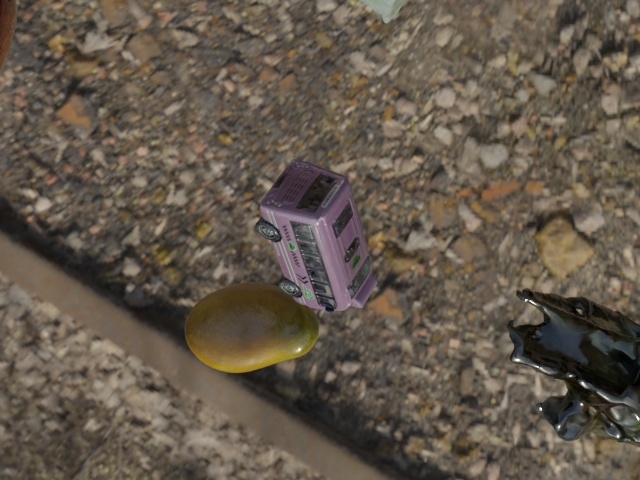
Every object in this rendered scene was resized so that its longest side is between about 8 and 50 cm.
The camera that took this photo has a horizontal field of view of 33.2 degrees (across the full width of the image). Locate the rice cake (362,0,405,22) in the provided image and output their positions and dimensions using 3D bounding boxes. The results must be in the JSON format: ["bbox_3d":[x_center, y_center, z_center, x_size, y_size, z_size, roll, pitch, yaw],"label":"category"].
[{"bbox_3d":[0.053,-0.217,0.765,0.063,0.206,0.069,34,88,-2],"label":"rice cake"}]

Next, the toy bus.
[{"bbox_3d":[0.000,0.000,1.331,0.108,0.096,0.199,16,146,28],"label":"toy bus"}]

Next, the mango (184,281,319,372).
[{"bbox_3d":[-0.095,0.124,1.540,0.228,0.136,0.099,-4,147,36],"label":"mango"}]

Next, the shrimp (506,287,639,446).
[{"bbox_3d":[0.300,0.058,0.598,0.445,0.085,0.272,9,129,-23],"label":"shrimp"}]

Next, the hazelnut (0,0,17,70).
[{"bbox_3d":[-0.310,-0.181,0.752,0.204,0.178,0.178,34,117,-13],"label":"hazelnut"}]
